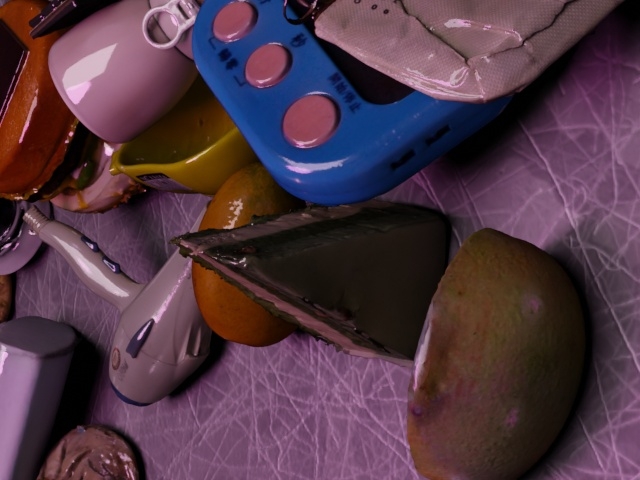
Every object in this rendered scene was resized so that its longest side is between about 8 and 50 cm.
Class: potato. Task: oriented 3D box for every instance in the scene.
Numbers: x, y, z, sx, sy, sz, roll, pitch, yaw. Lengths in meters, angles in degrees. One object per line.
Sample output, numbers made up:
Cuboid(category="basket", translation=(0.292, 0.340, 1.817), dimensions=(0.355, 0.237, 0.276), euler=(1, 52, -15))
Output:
Cuboid(category="potato", translation=(-0.468, 0.077, 2.315), dimensions=(0.046, 0.045, 0.092), euler=(0, 82, 5))

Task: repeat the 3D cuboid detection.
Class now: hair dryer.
Cuboid(category="hair dryer", translation=(-0.209, 0.022, 1.950), dimensions=(0.296, 0.119, 0.298), euler=(-36, 84, 34))

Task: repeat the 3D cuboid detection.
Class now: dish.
Cuboid(category="dish", translation=(-0.114, -0.119, 1.901), dimensions=(0.262, 0.108, 0.221), euler=(-7, 38, 47))
Cuboid(category="dish", translation=(-0.459, -0.029, 2.275), dimensions=(0.141, 0.078, 0.141), euler=(-19, 58, 32))

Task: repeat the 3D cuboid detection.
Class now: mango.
Cuboid(category="mango", translation=(-0.075, 0.020, 1.806), dimensions=(0.120, 0.151, 0.221), euler=(28, 136, 41))

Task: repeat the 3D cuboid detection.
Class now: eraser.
Cuboid(category="eraser", translation=(-0.409, 0.258, 2.137), dimensions=(0.189, 0.104, 0.290), euler=(-88, 15, -82))

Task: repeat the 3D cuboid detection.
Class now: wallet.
Cuboid(category="wallet", translation=(0.162, -0.264, 1.583), dimensions=(0.335, 0.068, 0.275), euler=(-41, 55, -14))

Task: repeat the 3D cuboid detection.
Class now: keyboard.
Cuboid(category="keyboard", translation=(-0.217, -0.311, 1.937), dimensions=(0.106, 0.317, 0.027), euler=(-28, 92, 41))

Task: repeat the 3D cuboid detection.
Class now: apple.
Cuboid(category="apple", translation=(0.168, 0.126, 1.541), dimensions=(0.120, 0.193, 0.265), euler=(15, 92, 37))

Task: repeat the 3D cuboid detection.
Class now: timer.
Cuboid(category="timer", translation=(0.041, -0.204, 1.697), dimensions=(0.309, 0.115, 0.340), euler=(-35, 53, 0))

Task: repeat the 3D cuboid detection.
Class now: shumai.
Cuboid(category="shumai", translation=(-0.325, 0.337, 2.068), dimensions=(0.201, 0.120, 0.201), euler=(-6, 82, 44))

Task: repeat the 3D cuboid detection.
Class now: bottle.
Cuboid(category="bottle", translation=(-0.186, -0.233, 1.868), dimensions=(0.236, 0.147, 0.147), euler=(-35, 58, 18))

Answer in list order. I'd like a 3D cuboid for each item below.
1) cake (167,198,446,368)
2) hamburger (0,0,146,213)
Cuboid(category="cake", translation=(-0.004, 0.000, 1.684), dimensions=(0.158, 0.283, 0.172), euler=(8, 73, 47))
Cuboid(category="hamburger", translation=(-0.329, -0.167, 2.079), dimensions=(0.291, 0.225, 0.291), euler=(-21, 62, 47))
